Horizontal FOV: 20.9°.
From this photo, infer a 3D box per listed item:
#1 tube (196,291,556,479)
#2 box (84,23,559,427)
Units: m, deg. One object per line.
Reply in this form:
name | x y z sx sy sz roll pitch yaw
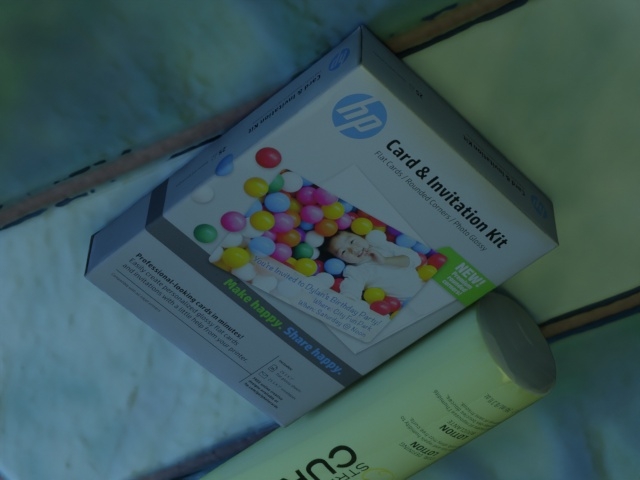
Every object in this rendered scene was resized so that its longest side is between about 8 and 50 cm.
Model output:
tube | 0.018 0.112 0.934 0.240 0.062 0.070 -35 91 30
box | 0.000 0.000 0.855 0.186 0.038 0.145 -36 120 25
